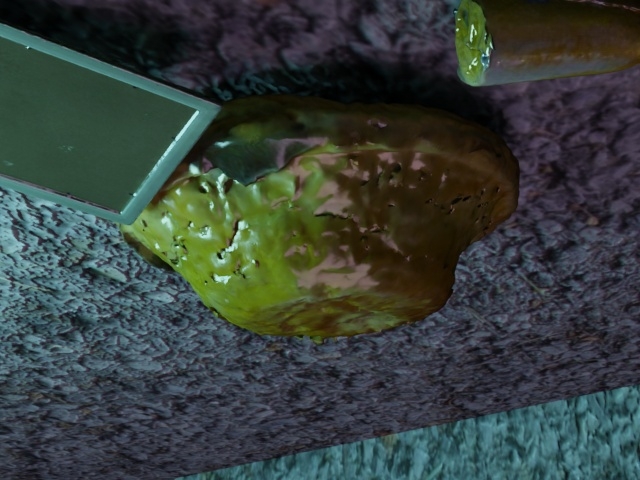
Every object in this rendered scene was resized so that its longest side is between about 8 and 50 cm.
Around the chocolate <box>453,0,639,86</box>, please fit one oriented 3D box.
[{"bbox_3d":[0.225,-0.175,0.948,0.219,0.086,0.086,-5,159,-13],"label":"chocolate"}]

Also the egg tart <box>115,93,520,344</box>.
[{"bbox_3d":[0.000,0.000,1.174,0.443,0.178,0.443,-5,160,-2],"label":"egg tart"}]

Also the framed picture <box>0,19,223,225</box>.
[{"bbox_3d":[-0.259,-0.111,0.949,0.296,0.019,0.232,19,146,-23],"label":"framed picture"}]
